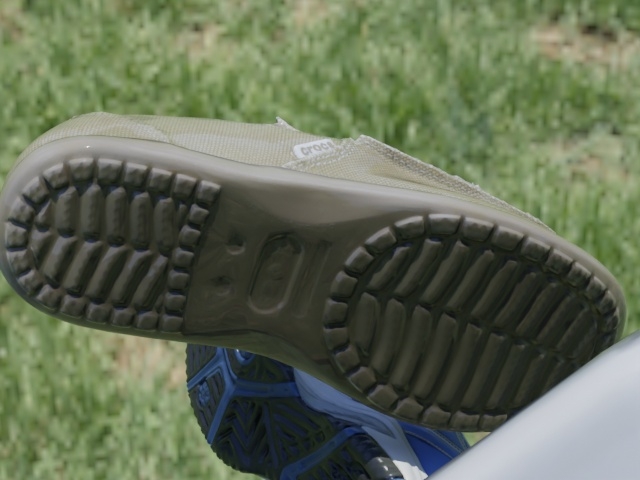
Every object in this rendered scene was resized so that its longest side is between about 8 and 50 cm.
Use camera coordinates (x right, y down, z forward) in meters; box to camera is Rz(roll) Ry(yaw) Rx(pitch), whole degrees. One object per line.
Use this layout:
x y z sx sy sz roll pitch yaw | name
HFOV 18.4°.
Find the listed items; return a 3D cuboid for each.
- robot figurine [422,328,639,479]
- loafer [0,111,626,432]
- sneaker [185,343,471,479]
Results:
0.135 0.179 0.339 0.300 0.200 0.353 -13 67 -56 | robot figurine
0.000 0.000 0.785 0.268 0.102 0.092 17 24 -23 | loafer
0.008 0.078 0.876 0.081 0.080 0.211 1 36 -37 | sneaker
